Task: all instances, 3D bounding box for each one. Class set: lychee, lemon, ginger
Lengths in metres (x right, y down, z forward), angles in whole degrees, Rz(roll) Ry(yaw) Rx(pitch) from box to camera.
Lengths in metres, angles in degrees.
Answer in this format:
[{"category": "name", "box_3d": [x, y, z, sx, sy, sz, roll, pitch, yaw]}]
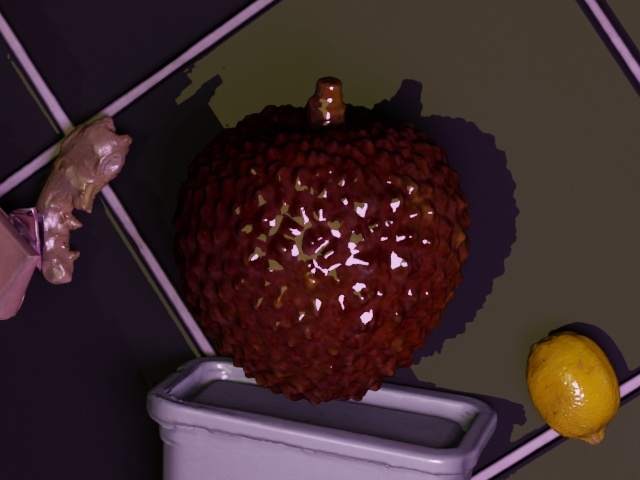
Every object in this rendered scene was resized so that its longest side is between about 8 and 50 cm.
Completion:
[{"category": "lychee", "box_3d": [0.000, 0.000, 1.714, 0.276, 0.276, 0.304, 10, 109, 14]}, {"category": "lemon", "box_3d": [0.234, 0.137, 1.756, 0.082, 0.082, 0.110, -29, 91, 15]}, {"category": "ginger", "box_3d": [-0.245, -0.044, 1.889, 0.069, 0.051, 0.173, 28, 106, 17]}]

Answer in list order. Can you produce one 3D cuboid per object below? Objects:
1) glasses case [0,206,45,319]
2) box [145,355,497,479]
[{"category": "glasses case", "box_3d": [-0.333, -0.021, 1.893, 0.193, 0.070, 0.102, 45, 106, 26]}, {"category": "box", "box_3d": [-0.006, 0.233, 1.789, 0.312, 0.175, 0.182, 10, 105, 14]}]
